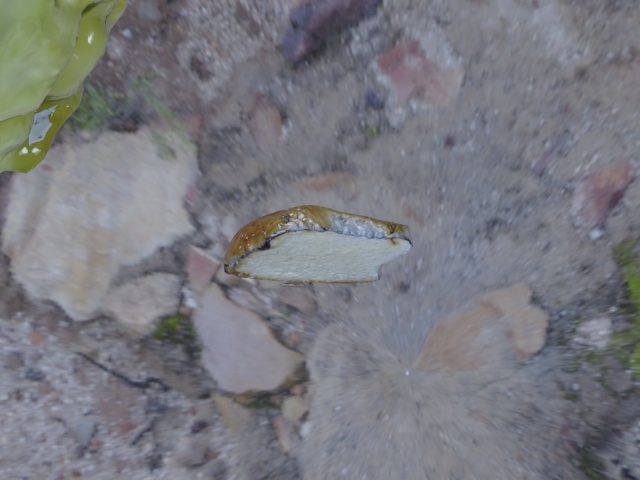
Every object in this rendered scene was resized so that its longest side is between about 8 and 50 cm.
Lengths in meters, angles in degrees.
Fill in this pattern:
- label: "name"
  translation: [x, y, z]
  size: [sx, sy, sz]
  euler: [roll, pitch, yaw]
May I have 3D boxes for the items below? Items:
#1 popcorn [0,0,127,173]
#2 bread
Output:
- label: "popcorn"
  translation: [-0.199, -0.115, 0.451]
  size: [0.293, 0.237, 0.293]
  euler: [1, 102, 3]
- label: "bread"
  translation: [0.000, 0.000, 1.023]
  size: [0.129, 0.126, 0.044]
  euler: [9, 71, -23]
